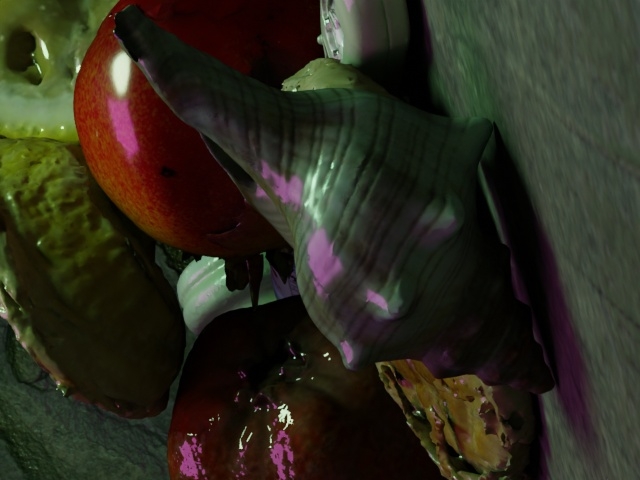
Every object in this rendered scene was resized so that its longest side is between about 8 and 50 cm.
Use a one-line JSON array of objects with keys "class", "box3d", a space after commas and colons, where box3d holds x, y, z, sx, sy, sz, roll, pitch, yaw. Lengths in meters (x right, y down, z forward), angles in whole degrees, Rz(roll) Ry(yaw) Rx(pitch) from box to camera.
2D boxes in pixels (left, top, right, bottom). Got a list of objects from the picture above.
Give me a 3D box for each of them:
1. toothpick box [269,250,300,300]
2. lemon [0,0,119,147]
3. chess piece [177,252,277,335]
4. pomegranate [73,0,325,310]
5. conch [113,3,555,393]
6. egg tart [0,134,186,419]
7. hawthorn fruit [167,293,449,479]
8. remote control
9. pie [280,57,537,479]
[{"class": "toothpick box", "box3d": [0.000, 0.000, 1.403, 0.153, 0.101, 0.101, 81, 173, -61]}, {"class": "lemon", "box3d": [-0.166, -0.153, 1.449, 0.364, 0.364, 0.364, 165, 90, -87]}, {"class": "chess piece", "box3d": [-0.015, 0.140, 1.781, 0.194, 0.195, 0.299, 84, 161, -72]}, {"class": "pomegranate", "box3d": [-0.062, -0.078, 1.135, 0.210, 0.210, 0.235, -111, 18, -61]}, {"class": "conch", "box3d": [0.022, -0.020, 0.763, 0.234, 0.114, 0.137, 52, 170, 16]}, {"class": "egg tart", "box3d": [-0.163, 0.013, 1.190, 0.232, 0.098, 0.252, 47, -165, -42]}, {"class": "hawthorn fruit", "box3d": [0.004, 0.165, 1.228, 0.210, 0.211, 0.262, -109, 1, -46]}, {"class": "remote control", "box3d": [0.022, -0.123, 0.950, 0.221, 0.042, 0.078, 97, 157, -81]}, {"class": "pie", "box3d": [0.046, 0.022, 0.934, 0.274, 0.055, 0.274, 62, 170, 19]}]
